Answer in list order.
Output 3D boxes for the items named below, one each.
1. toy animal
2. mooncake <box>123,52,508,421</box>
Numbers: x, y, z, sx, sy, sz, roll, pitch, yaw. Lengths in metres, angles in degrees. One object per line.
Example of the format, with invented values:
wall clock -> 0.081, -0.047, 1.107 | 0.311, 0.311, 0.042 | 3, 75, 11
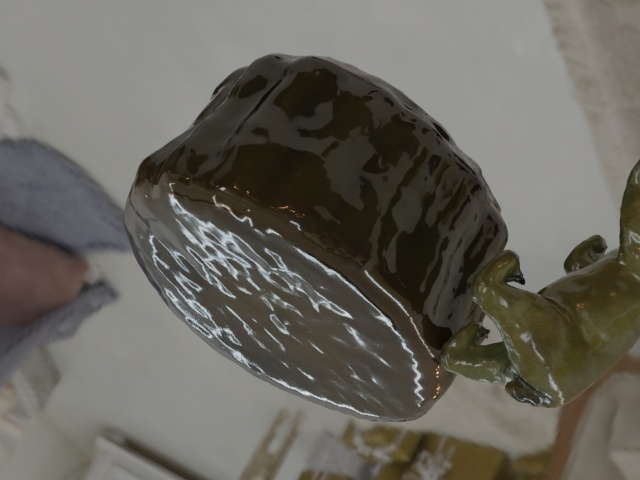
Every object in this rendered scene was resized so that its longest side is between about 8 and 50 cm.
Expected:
toy animal -> 0.188, 0.035, 0.885 | 0.101, 0.218, 0.103 | 52, 168, 27
mooncake -> 0.000, 0.000, 1.037 | 0.290, 0.161, 0.290 | 27, 152, 16
